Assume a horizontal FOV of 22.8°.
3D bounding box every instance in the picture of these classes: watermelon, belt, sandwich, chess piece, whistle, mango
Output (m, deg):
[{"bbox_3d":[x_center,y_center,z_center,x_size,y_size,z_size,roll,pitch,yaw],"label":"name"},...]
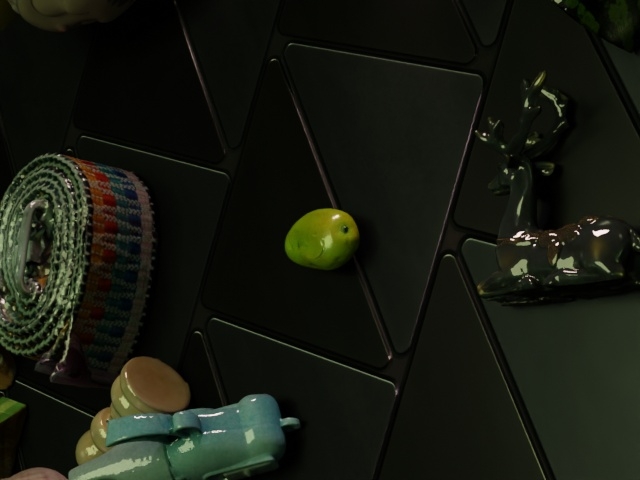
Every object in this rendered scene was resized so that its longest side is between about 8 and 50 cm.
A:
[{"bbox_3d":[0.276,-0.263,1.624,0.094,0.135,0.125,-165,87,-80],"label":"watermelon"},{"bbox_3d":[-0.335,0.036,2.054,0.207,0.160,0.295,3,81,43],"label":"belt"},{"bbox_3d":[-0.441,0.287,2.194,0.074,0.074,0.116,11,120,43],"label":"sandwich"},{"bbox_3d":[-0.242,0.234,1.976,0.170,0.094,0.094,-54,50,28],"label":"chess piece"},{"bbox_3d":[-0.155,0.247,1.835,0.274,0.186,0.093,-16,63,3],"label":"whistle"},{"bbox_3d":[0.000,0.000,1.828,0.108,0.056,0.073,-11,67,43],"label":"mango"}]

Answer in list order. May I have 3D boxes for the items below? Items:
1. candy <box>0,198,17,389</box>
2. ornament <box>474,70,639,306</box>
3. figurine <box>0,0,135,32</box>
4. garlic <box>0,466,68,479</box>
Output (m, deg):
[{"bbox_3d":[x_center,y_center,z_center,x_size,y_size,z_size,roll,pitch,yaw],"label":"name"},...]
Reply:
[{"bbox_3d":[-0.465,0.075,2.200,0.143,0.101,0.271,15,90,0],"label":"candy"},{"bbox_3d":[0.242,-0.061,1.605,0.202,0.080,0.236,-11,72,44],"label":"ornament"},{"bbox_3d":[-0.262,-0.440,2.127,0.378,0.266,0.361,5,52,12],"label":"figurine"},{"bbox_3d":[-0.379,0.420,1.898,0.317,0.317,0.259,-25,56,36],"label":"garlic"}]
